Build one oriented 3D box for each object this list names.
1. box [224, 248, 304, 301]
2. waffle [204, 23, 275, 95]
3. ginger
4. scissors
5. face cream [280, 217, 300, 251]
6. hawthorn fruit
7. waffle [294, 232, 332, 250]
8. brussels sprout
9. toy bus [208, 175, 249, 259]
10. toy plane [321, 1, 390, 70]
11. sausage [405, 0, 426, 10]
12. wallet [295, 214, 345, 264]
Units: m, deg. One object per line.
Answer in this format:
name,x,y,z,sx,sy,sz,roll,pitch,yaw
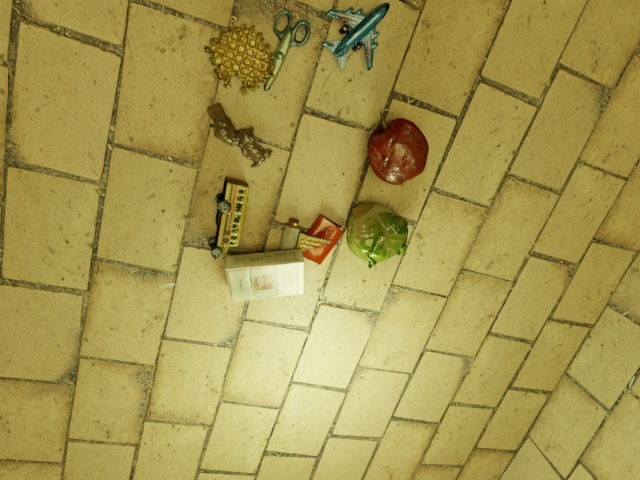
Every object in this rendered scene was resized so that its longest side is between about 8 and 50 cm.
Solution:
box,-0.240,0.154,1.783,0.331,0.095,0.210,-4,131,-7
waffle,-0.285,-0.657,1.477,0.232,0.051,0.228,-26,107,9
ginger,-0.319,-0.405,1.570,0.122,0.084,0.290,-43,113,15
scissors,-0.146,-0.691,1.510,0.138,0.041,0.289,24,105,-14
face cream,-0.135,-0.008,1.792,0.072,0.051,0.182,12,110,-9
hawthorn fruit,0.310,-0.355,1.640,0.258,0.258,0.262,-42,142,7
waffle,-0.030,0.024,1.792,0.153,0.023,0.097,12,108,-8
brussels sprout,0.248,-0.025,1.774,0.259,0.227,0.294,-38,107,-10
toy bus,-0.378,-0.086,1.675,0.123,0.121,0.335,6,110,-22
toy plane,0.144,-0.771,1.502,0.271,0.105,0.254,-42,115,6
sausage,0.267,-0.953,1.476,0.301,0.066,0.065,33,102,-20
wallet,0.000,0.000,1.826,0.142,0.045,0.204,32,102,-20
